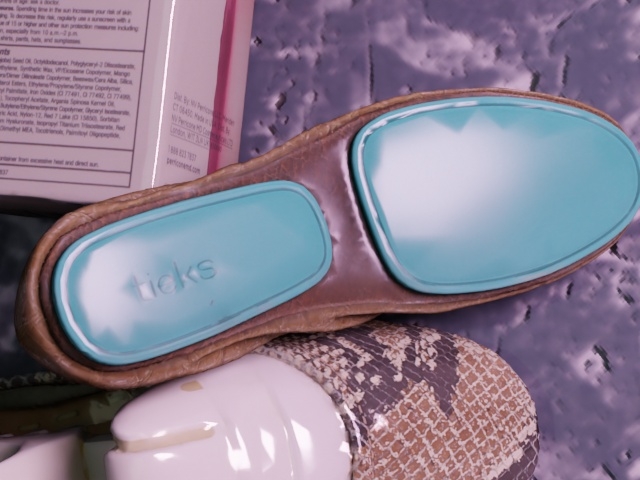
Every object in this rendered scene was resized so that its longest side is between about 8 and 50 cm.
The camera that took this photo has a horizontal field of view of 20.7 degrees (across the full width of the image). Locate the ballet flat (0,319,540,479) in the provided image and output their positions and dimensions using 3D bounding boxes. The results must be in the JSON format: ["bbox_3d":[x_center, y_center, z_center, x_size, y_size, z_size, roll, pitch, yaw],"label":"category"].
[{"bbox_3d":[-0.133,0.134,0.919,0.482,0.182,0.164,-7,81,16],"label":"ballet flat"}]

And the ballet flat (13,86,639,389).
[{"bbox_3d":[0.000,0.000,0.902,0.342,0.124,0.116,-18,91,-24],"label":"ballet flat"}]

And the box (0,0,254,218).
[{"bbox_3d":[-0.124,-0.128,0.972,0.148,0.127,0.232,5,86,18],"label":"box"}]
